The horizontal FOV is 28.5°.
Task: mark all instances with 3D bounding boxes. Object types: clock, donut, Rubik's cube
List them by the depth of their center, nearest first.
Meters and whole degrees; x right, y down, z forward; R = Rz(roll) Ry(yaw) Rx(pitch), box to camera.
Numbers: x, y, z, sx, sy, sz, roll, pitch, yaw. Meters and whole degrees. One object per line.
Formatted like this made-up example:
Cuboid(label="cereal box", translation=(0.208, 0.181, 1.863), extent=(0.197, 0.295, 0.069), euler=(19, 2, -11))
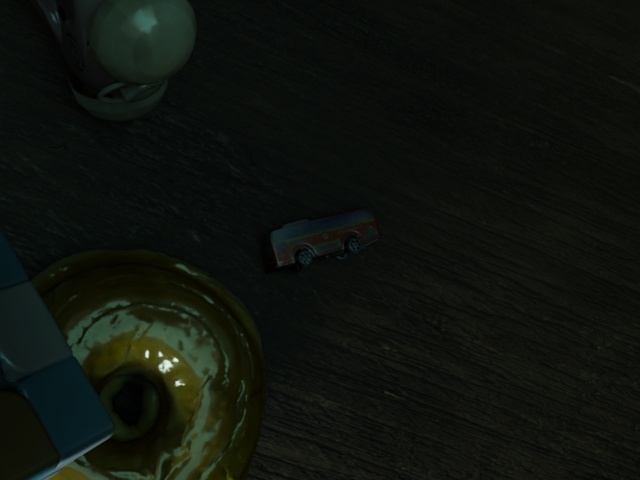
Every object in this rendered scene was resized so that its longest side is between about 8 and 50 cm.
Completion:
Cuboid(label="Rubik's cube", translation=(-0.531, 0.209, 1.532), extent=(0.344, 0.347, 0.347), euler=(58, 32, 7))
Cuboid(label="clock", translation=(-0.302, -0.343, 1.757), extent=(0.184, 0.342, 0.325), euler=(-26, 90, -15))
Cuboid(label="donut", translation=(-0.280, 0.230, 1.808), extent=(0.449, 0.198, 0.448), euler=(1, 86, -18))

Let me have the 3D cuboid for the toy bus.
Cuboid(label="toy bus", translation=(0.000, 0.000, 2.001), extent=(0.192, 0.065, 0.077), euler=(-15, 82, -22))
